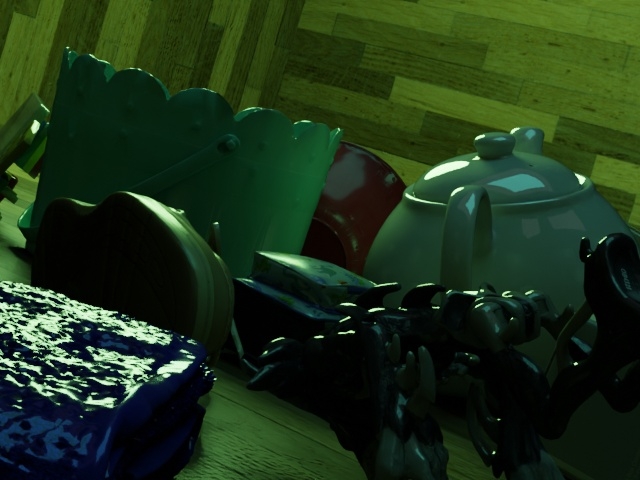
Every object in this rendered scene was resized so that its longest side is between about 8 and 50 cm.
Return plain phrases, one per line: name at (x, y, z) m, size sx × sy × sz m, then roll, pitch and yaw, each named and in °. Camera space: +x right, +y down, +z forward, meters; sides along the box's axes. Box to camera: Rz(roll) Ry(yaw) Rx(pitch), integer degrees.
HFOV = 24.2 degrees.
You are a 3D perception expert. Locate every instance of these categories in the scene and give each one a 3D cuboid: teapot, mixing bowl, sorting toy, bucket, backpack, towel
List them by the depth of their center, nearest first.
towel at (-0.201, 0.034, 0.596) m, size 0.308 × 0.076 × 0.227 m, roll 17°, pitch 3°, yaw 3°
backpack at (-0.003, 0.057, 1.066) m, size 0.105 × 0.084 × 0.114 m, roll 23°, pitch 4°, yaw 41°
teapot at (0.143, 0.008, 1.199) m, size 0.252 × 0.187 × 0.256 m, roll -12°, pitch 16°, yaw -26°
bucket at (-0.128, -0.049, 1.344) m, size 0.281 × 0.183 × 0.281 m, roll 16°, pitch 3°, yaw -1°
sorting toy at (-0.301, -0.074, 1.452) m, size 0.046 × 0.132 × 0.274 m, roll 41°, pitch -1°, yaw -17°
mixing bowl at (0.000, 0.000, 1.481) m, size 0.181 × 0.181 × 0.098 m, roll 17°, pitch 25°, yaw 11°

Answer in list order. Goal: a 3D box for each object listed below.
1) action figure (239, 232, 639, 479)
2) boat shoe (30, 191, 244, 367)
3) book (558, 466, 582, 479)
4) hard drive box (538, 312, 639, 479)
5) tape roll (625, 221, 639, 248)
action figure at (0.076, 0.081, 0.719) m, size 0.164 × 0.141 × 0.275 m, roll 2°, pitch -13°, yaw -44°
boat shoe at (-0.108, 0.023, 0.956) m, size 0.089 × 0.104 × 0.285 m, roll 12°, pitch 5°, yaw -26°
book at (0.227, 0.159, 1.004) m, size 0.144 × 0.035 × 0.096 m, roll 16°, pitch 7°, yaw -23°
hard drive box at (0.264, 0.130, 0.878) m, size 0.232 × 0.089 × 0.181 m, roll 28°, pitch 12°, yaw 36°
tape roll at (0.338, 0.028, 1.612) m, size 0.219 × 0.072 × 0.219 m, roll 30°, pitch 9°, yaw -5°
